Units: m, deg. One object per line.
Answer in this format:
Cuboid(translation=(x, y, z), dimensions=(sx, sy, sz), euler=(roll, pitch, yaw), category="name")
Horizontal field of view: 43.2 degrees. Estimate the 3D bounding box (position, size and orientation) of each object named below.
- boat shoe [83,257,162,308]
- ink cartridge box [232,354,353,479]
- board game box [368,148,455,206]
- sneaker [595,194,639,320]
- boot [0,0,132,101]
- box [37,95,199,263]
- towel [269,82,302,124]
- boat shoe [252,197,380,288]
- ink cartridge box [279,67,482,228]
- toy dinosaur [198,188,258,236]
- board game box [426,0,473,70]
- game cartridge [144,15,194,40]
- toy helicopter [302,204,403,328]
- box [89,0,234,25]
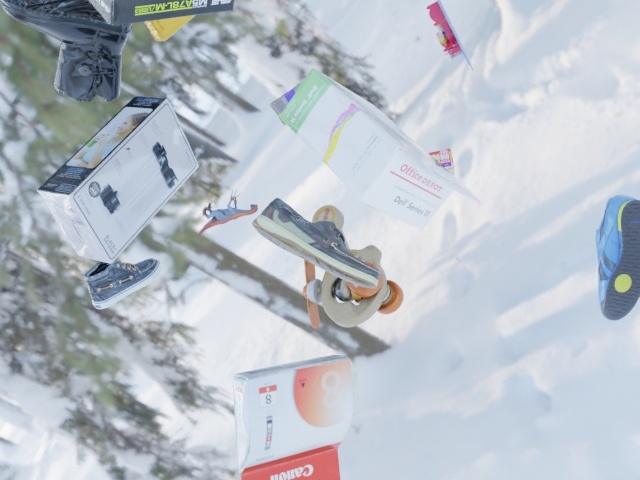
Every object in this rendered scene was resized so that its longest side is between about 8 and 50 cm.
Cuboid(translation=(-0.422, 0.068, 1.742), dimensions=(0.065, 0.083, 0.183), euler=(10, 35, 39), category="boat shoe")
Cuboid(translation=(-0.027, 0.233, 0.945), dimensions=(0.045, 0.145, 0.179), euler=(-6, 90, 55), category="ink cartridge box")
Cuboid(translation=(0.182, -0.128, 1.683), dimensions=(0.147, 0.194, 0.045), euler=(54, -154, -73), category="board game box")
Cuboid(translation=(0.497, 0.027, 1.359), dimensions=(0.082, 0.069, 0.209), euler=(-152, 66, -73), category="sneaker")
Cuboid(translation=(-0.494, -0.368, 1.554), dimensions=(0.207, 0.247, 0.094), euler=(119, 150, -42), category="boot")
Cuboid(translation=(-0.363, -0.118, 1.496), dimensions=(0.087, 0.169, 0.290), euler=(10, 49, 32), category="box")
Cuboid(translation=(-0.060, -0.289, 1.717), dimensions=(0.083, 0.060, 0.009), euler=(-33, -10, 8), category="towel")
Cuboid(translation=(0.000, 0.000, 0.852), dimensions=(0.049, 0.152, 0.056), euler=(-60, -15, -9), category="boat shoe")
Cuboid(translation=(0.105, -0.146, 1.456), dimensions=(0.119, 0.207, 0.353), euler=(-53, 50, 14), category="ink cartridge box")
Cuboid(translation=(-0.143, -0.042, 1.289), dimensions=(0.047, 0.082, 0.090), euler=(-39, -37, -75), category="toy dinosaur")
Cuboid(translation=(0.210, -0.358, 1.383), dimensions=(0.033, 0.168, 0.133), euler=(-26, 14, 17), category="board game box")
Cuboid(translation=(-0.321, -0.624, 1.659), dimensions=(0.053, 0.323, 0.285), euler=(18, 57, 47), category="game cartridge")
Cuboid(translation=(0.040, 0.062, 2.010), dimensions=(0.235, 0.140, 0.355), euler=(-32, 51, 17), category="toy helicopter")
Cuboid(translation=(-0.243, -0.369, 1.120), dimensions=(0.190, 0.184, 0.045), euler=(48, 139, 32), category="box")
